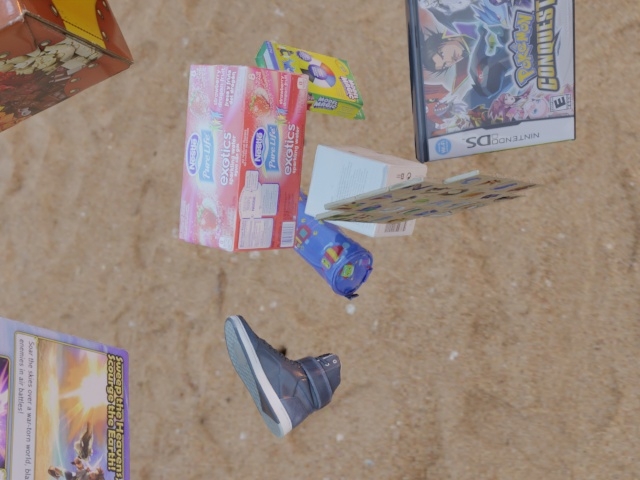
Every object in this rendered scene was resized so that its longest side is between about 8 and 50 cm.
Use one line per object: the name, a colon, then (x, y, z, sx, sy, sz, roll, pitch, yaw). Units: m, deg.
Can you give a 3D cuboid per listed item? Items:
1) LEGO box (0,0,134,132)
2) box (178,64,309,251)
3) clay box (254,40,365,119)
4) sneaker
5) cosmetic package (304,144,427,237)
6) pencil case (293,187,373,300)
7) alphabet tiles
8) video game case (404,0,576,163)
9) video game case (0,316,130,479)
LEGO box: (-0.427, -0.287, 0.707, 0.373, 0.193, 0.500, -25, 85, 9)
box: (-0.131, -0.138, 1.558, 0.142, 0.154, 0.299, 11, 100, 40)
clay box: (-0.009, -0.309, 1.810, 0.053, 0.222, 0.127, -53, 43, 40)
sneaker: (-0.061, 0.207, 1.632, 0.226, 0.163, 0.086, 63, 154, -3)
cosmetic package: (0.092, -0.104, 1.906, 0.184, 0.151, 0.151, 20, 105, 34)
pencil case: (0.000, 0.000, 2.083, 0.306, 0.133, 0.119, 44, 109, 39)
alphabet tiles: (0.172, -0.064, 1.447, 0.285, 0.343, 0.011, -15, 80, 35)
video game case: (0.255, -0.264, 1.375, 0.035, 0.248, 0.274, -116, 18, -68)
video game case: (-0.191, 0.163, 0.436, 0.061, 0.244, 0.269, -17, 65, 27)
